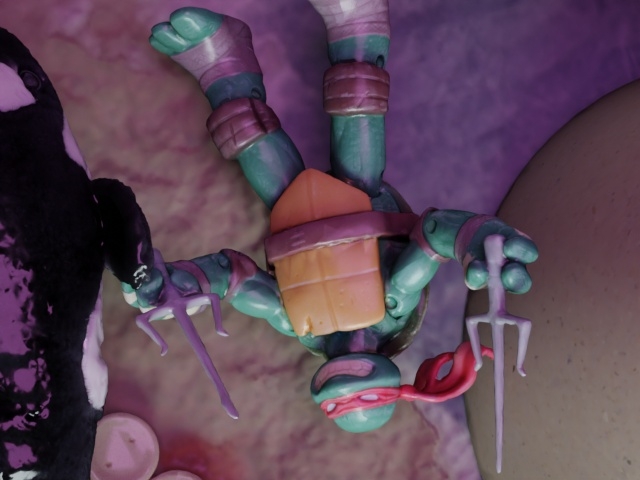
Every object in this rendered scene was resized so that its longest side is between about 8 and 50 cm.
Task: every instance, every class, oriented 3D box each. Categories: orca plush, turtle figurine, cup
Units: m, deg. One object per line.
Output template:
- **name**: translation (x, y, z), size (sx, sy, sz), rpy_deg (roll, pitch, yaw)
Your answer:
- **orca plush**: translation (-0.159, 0.048, 0.506), size (0.151, 0.102, 0.287), rpy_deg (7, 90, 29)
- **turtle figurine**: translation (0.000, 0.000, 0.564), size (0.175, 0.118, 0.234), rpy_deg (-13, 78, 3)
- **cup**: translation (0.257, 0.054, 0.552), size (0.331, 0.237, 0.331), rpy_deg (1, 84, -12)

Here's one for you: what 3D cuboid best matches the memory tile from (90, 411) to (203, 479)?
- **memory tile**: translation (-0.103, 0.163, 0.567), size (0.113, 0.012, 0.148), rpy_deg (45, 67, -1)
